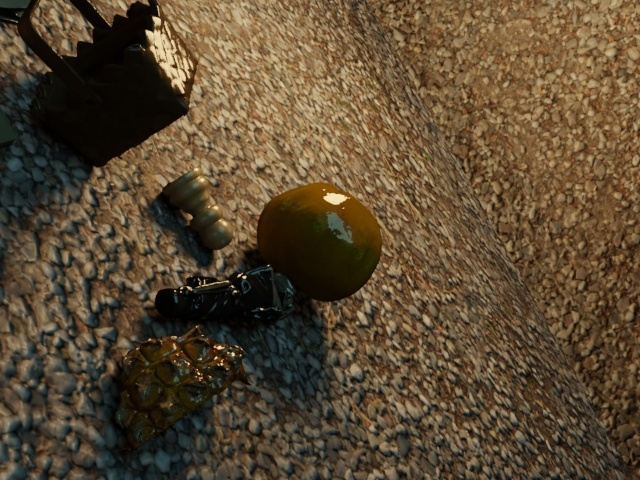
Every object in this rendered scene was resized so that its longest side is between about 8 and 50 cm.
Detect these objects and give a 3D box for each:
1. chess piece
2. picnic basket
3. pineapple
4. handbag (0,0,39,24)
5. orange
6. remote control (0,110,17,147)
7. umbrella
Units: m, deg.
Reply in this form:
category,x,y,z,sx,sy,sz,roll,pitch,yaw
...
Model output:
category,x,y,z,sx,sy,sz,roll,pitch,yaw
chess piece,-0.245,-0.057,1.993,0.170,0.094,0.094,60,27,-4
picnic basket,-0.415,-0.338,1.821,0.321,0.291,0.254,48,26,-29
pineapple,-0.222,0.209,1.628,0.158,0.161,0.335,56,30,10
handbag,-0.665,-0.535,1.933,0.144,0.057,0.221,-7,65,-51
orange,0.000,0.000,2.102,0.279,0.235,0.279,39,-2,1
remote control,-0.621,-0.185,1.597,0.123,0.038,0.285,53,27,1
umbrella,-0.171,0.113,1.875,0.358,0.106,0.113,2,67,-55
